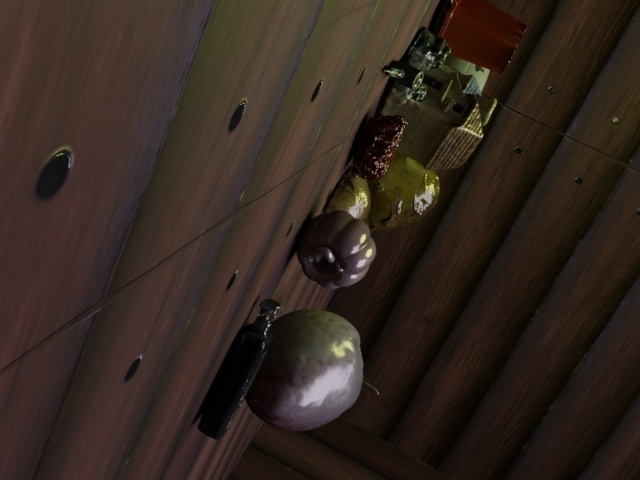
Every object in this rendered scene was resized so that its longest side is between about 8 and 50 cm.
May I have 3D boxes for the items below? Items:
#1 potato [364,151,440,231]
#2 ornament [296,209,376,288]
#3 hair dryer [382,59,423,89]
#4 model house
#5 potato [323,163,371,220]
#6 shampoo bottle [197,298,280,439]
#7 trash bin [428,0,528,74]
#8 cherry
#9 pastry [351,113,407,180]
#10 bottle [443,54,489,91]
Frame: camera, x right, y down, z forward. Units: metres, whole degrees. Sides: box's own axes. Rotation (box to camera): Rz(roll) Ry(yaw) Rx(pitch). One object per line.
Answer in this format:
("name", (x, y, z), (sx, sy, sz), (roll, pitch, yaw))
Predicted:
("potato", (0.221, -0.126, 2.235), (0.300, 0.196, 0.246), (-40, 153, -23))
("ornament", (0.032, 0.025, 1.717), (0.177, 0.178, 0.177), (-61, 174, -10))
("hair dryer", (0.166, -0.368, 1.678), (0.150, 0.071, 0.047), (-15, 131, -59))
("model house", (0.311, -0.358, 1.956), (0.321, 0.266, 0.261), (-58, 177, -35))
("potato", (0.098, -0.122, 1.963), (0.120, 0.100, 0.261), (-64, 174, 20))
("shampoo bottle", (-0.163, 0.265, 1.606), (0.309, 0.071, 0.098), (-63, 173, 9))
("trash bin", (0.430, -0.578, 2.069), (0.161, 0.239, 0.184), (-58, 172, -34))
("cherry", (-0.040, 0.321, 1.902), (0.326, 0.291, 0.335), (-44, 158, -5))
("pastry", (0.134, -0.224, 1.818), (0.208, 0.097, 0.115), (110, 3, -61))
("bottle", (0.452, -0.582, 2.377), (0.351, 0.229, 0.229), (-59, 174, -25))
